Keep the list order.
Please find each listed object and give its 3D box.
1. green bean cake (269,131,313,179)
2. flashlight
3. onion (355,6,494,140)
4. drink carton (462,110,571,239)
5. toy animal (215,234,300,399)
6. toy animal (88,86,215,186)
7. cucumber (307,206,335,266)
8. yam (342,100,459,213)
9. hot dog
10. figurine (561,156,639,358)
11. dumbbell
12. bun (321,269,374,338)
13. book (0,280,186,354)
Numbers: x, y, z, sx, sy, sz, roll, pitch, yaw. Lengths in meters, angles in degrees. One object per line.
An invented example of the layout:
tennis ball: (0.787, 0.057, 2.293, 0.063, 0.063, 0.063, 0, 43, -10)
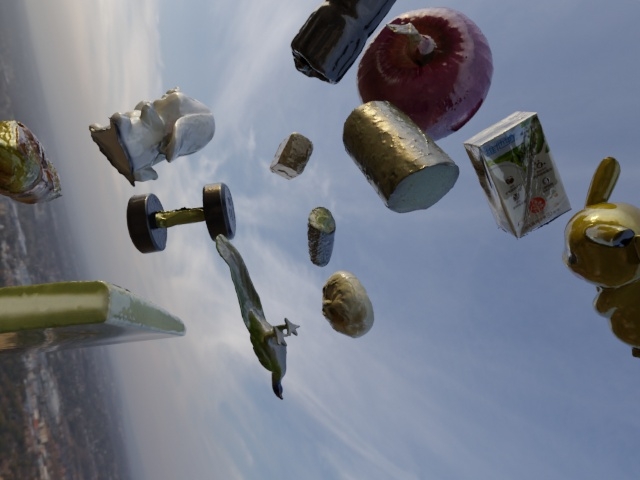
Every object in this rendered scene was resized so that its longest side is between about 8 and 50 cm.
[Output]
green bean cake: (-0.090, -0.257, 1.370, 0.109, 0.085, 0.179, -66, -164, -8)
flashlight: (0.110, -0.399, 0.602, 0.424, 0.103, 0.103, -53, -137, 9)
onion: (0.280, -0.448, 1.168, 0.345, 0.357, 0.359, 138, -63, -75)
drink carton: (0.591, -0.195, 1.339, 0.325, 0.194, 0.132, 59, 2, -19)
toy animal: (-0.069, 0.091, 0.535, 0.075, 0.041, 0.217, -10, -78, 46)
toy animal: (-0.387, -0.252, 1.070, 0.249, 0.289, 0.174, 36, -31, 60)
cucumber: (0.000, 0.001, 1.154, 0.241, 0.074, 0.075, 92, -25, -62)
yam: (0.162, -0.177, 0.951, 0.161, 0.161, 0.268, 103, -31, -42)
hot dog: (-0.514, -0.126, 0.748, 0.261, 0.093, 0.123, 146, -70, -69)
figurine: (0.539, 0.048, 0.777, 0.327, 0.218, 0.169, 49, -49, -7)
dumbbell: (-0.463, -0.077, 1.506, 0.204, 0.322, 0.204, 171, -90, -87)
bun: (0.088, 0.265, 1.765, 0.287, 0.146, 0.288, 42, -36, 41)
book: (-0.315, 0.084, 0.374, 0.239, 0.351, 0.035, 106, -23, -73)
